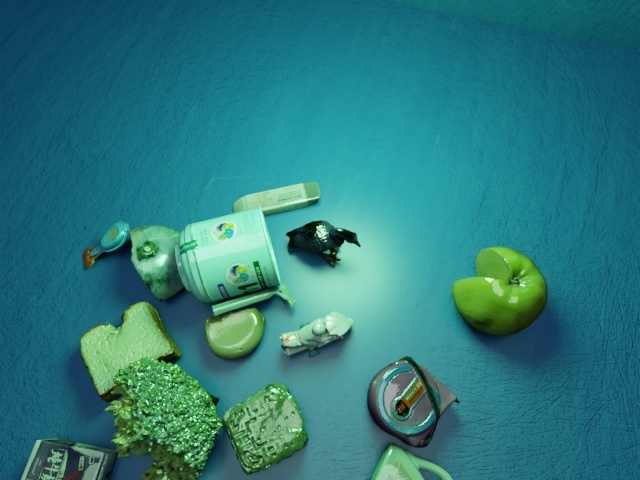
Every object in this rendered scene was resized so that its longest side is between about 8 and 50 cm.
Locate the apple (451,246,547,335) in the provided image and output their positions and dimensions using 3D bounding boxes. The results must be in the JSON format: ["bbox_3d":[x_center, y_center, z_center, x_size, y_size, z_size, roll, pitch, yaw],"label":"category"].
[{"bbox_3d":[0.589,0.164,1.337,0.292,0.254,0.292,0,71,-1],"label":"apple"}]

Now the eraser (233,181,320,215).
[{"bbox_3d":[-0.174,-0.156,1.601,0.352,0.061,0.089,-12,66,-4],"label":"eraser"}]

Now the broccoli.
[{"bbox_3d":[-0.456,0.540,1.195,0.338,0.317,0.277,14,26,-8],"label":"broccoli"}]

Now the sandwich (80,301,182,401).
[{"bbox_3d":[-0.653,0.362,1.371,0.273,0.095,0.249,-32,70,-13],"label":"sandwich"}]

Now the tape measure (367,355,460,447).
[{"bbox_3d":[0.270,0.503,1.262,0.231,0.149,0.245,-41,79,-18],"label":"tape measure"}]

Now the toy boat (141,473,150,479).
[{"bbox_3d":[-0.514,0.800,1.198,0.077,0.057,0.200,-11,66,4],"label":"toy boat"}]

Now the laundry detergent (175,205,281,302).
[{"bbox_3d":[-0.317,0.054,1.390,0.305,0.287,0.287,-15,67,-5],"label":"laundry detergent"}]

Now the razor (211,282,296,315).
[{"bbox_3d":[-0.229,0.202,1.379,0.278,0.056,0.111,-9,34,-26],"label":"razor"}]

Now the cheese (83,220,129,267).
[{"bbox_3d":[-0.802,0.013,1.513,0.256,0.037,0.106,-33,61,17],"label":"cheese"}]

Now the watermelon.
[{"bbox_3d":[-0.571,0.038,1.465,0.188,0.175,0.322,-31,70,-10],"label":"watermelon"}]

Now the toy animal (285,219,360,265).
[{"bbox_3d":[0.000,0.000,1.464,0.298,0.185,0.122,10,70,26],"label":"toy animal"}]

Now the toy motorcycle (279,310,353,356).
[{"bbox_3d":[-0.008,0.303,1.338,0.260,0.171,0.110,-16,65,-8],"label":"toy motorcycle"}]

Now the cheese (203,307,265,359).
[{"bbox_3d":[-0.282,0.311,1.385,0.202,0.091,0.175,-21,67,-9],"label":"cheese"}]

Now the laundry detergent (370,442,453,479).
[{"bbox_3d":[0.285,0.750,1.169,0.280,0.105,0.215,27,68,14],"label":"laundry detergent"}]

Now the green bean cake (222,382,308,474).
[{"bbox_3d":[-0.166,0.572,1.255,0.227,0.125,0.222,-25,69,-14],"label":"green bean cake"}]

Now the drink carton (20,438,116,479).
[{"bbox_3d":[-0.758,0.693,1.228,0.222,0.102,0.134,9,65,4],"label":"drink carton"}]
